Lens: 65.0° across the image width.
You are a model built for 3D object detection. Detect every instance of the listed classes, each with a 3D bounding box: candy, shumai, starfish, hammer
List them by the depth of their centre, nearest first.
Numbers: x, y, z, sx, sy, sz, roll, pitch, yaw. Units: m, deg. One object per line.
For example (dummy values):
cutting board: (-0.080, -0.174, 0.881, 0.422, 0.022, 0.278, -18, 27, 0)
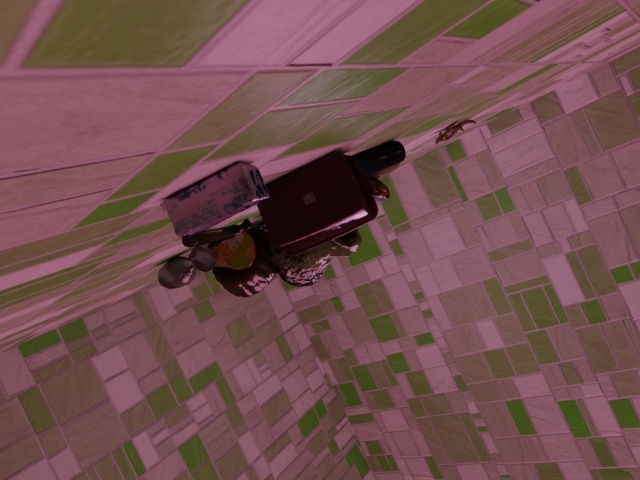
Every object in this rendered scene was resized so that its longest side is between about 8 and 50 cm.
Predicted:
candy: (-0.174, -0.067, 0.846, 0.160, 0.073, 0.092, -25, 179, 10)
hammer: (-0.352, -0.016, 1.661, 0.169, 0.044, 0.440, -27, 180, 7)
starfish: (0.542, -0.446, 2.029, 0.138, 0.050, 0.247, -26, -172, 37)
shumai: (0.000, 0.000, 2.202, 0.349, 0.394, 0.395, -13, -174, 24)

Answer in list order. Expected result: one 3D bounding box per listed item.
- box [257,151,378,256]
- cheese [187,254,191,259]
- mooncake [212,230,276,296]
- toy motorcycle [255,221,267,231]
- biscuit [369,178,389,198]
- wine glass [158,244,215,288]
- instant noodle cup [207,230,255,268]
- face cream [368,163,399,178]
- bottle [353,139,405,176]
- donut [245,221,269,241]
box: (-0.015, -0.094, 1.260, 0.294, 0.193, 0.167, -25, 173, 8)
cheese: (-0.578, 0.080, 2.274, 0.192, 0.037, 0.097, -27, -179, -40)
mooncake: (-0.335, 0.099, 2.229, 0.291, 0.290, 0.161, -25, 139, 12)
toy motorcycle: (-0.116, -0.092, 1.960, 0.272, 0.123, 0.182, -24, 171, 40)
biscuit: (0.084, -0.154, 1.655, 0.290, 0.081, 0.334, -9, 178, 17)
wine glass: (-0.537, 0.111, 2.002, 0.241, 0.126, 0.126, -25, -179, 35)
instant noodle cup: (-0.381, 0.046, 2.069, 0.169, 0.168, 0.185, -26, -171, -36)
face cream: (0.171, -0.242, 1.801, 0.174, 0.081, 0.348, -19, 180, -9)
bottle: (0.143, -0.232, 1.498, 0.245, 0.082, 0.072, -27, 137, -30)
donut: (-0.252, -0.038, 2.436, 0.227, 0.113, 0.226, -26, 179, 0)
